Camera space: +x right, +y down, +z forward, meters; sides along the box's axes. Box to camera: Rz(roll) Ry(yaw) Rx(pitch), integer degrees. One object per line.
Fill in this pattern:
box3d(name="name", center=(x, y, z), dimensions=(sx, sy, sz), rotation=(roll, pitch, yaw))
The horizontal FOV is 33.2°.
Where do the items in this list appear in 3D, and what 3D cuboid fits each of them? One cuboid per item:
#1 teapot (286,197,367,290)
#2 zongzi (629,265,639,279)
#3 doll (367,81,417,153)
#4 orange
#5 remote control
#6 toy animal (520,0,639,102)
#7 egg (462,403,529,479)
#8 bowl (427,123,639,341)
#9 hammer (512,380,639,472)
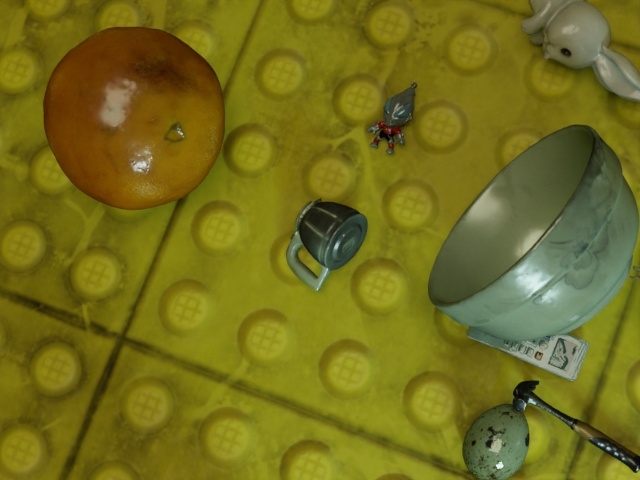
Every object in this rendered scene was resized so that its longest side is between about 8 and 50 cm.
box3d(name="teapot", center=(-0.002, -0.005, 1.545), dimensions=(0.091, 0.092, 0.124), rotation=(35, 78, 29))
box3d(name="zongzi", center=(0.523, 0.142, 1.384), dimensions=(0.111, 0.248, 0.241), rotation=(-16, 77, 50))
box3d(name="doll", center=(0.111, -0.186, 1.592), dimensions=(0.057, 0.039, 0.114), rotation=(27, 91, 54))
box3d(name="orange", center=(-0.261, -0.173, 1.524), dimensions=(0.261, 0.261, 0.261), rotation=(-1, 78, 7))
box3d(name="remote control", center=(0.289, 0.139, 1.506), dimensions=(0.162, 0.029, 0.061), rotation=(24, 84, 7))
box3d(name="toy animal", center=(0.379, -0.269, 1.541), dimensions=(0.131, 0.104, 0.220), rotation=(-26, 76, 0))
box3d(name="egg", center=(0.239, 0.273, 1.454), dimensions=(0.085, 0.085, 0.110), rotation=(24, 77, 12))
box3d(name="bowl", center=(0.295, 0.010, 1.413), dimensions=(0.163, 0.307, 0.307), rotation=(42, 85, -14))
box3d(name="hammer", center=(0.351, 0.252, 1.463), dimensions=(0.201, 0.078, 0.021), rotation=(32, 116, 2))
